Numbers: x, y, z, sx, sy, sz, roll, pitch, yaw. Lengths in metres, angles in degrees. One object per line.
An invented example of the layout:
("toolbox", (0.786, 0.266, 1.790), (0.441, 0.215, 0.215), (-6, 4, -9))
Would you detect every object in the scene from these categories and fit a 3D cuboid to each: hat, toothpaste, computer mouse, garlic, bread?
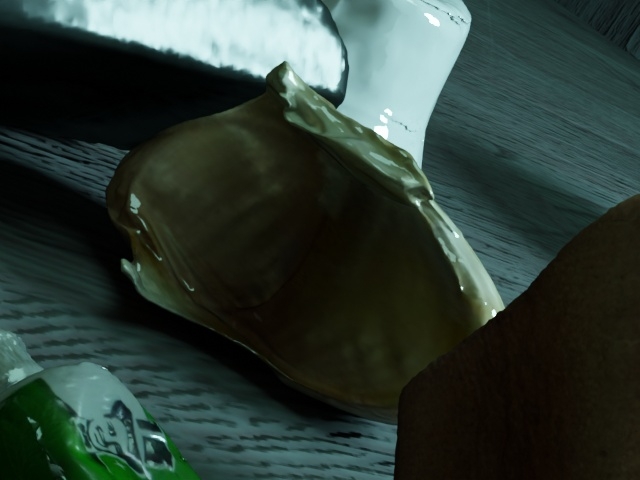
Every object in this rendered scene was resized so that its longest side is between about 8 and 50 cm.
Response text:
("hat", (0.007, -0.107, 0.893), (0.203, 0.126, 0.203), (32, 17, -11))
("toothpaste", (-0.013, 0.102, 0.355), (0.248, 0.047, 0.078), (43, 21, 30))
("computer mouse", (-0.105, -0.096, 0.599), (0.138, 0.086, 0.270), (-9, -12, 39))
("garlic", (-0.004, 0.009, 0.593), (0.174, 0.099, 0.124), (42, -3, 18))
("bread", (0.081, 0.076, 0.480), (0.119, 0.192, 0.067), (0, -11, 44))
